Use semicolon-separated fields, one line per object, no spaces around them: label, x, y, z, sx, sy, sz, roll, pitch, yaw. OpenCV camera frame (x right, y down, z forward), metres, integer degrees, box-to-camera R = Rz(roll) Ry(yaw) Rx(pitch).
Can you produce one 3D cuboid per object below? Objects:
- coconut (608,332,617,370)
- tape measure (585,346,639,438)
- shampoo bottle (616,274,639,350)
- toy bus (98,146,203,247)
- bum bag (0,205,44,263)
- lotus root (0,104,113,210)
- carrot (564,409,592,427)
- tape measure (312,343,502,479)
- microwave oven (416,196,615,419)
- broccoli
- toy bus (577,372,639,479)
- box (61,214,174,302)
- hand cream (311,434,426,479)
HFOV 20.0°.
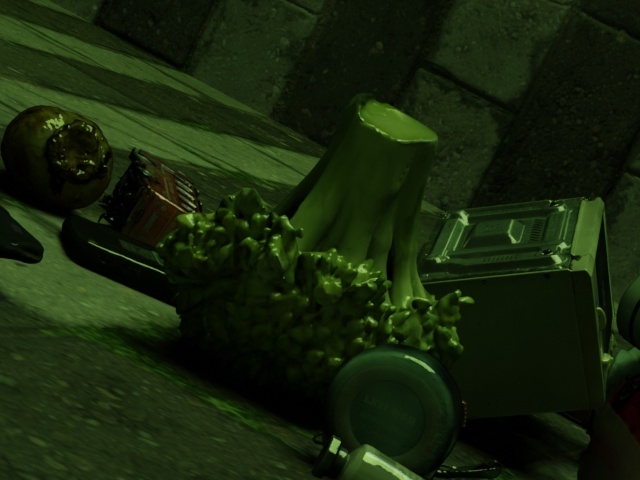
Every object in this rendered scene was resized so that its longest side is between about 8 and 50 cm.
coconut;0.243;0.106;1.855;0.133;0.055;0.158;11;22;25
tape measure;0.393;0.204;1.796;0.275;0.147;0.256;13;13;-48
shampoo bottle;0.383;0.115;1.651;0.085;0.085;0.262;20;13;-41
toy bus;-0.166;-0.035;1.825;0.096;0.073;0.235;35;6;-10
bum bag;-0.295;-0.033;1.351;0.123;0.060;0.248;21;8;-35
lotus root;-0.260;-0.084;1.761;0.108;0.094;0.191;49;-8;-16
carrot;0.307;0.189;1.992;0.191;0.047;0.047;27;7;13
tape measure;0.072;0.127;1.321;0.104;0.107;0.180;26;9;25
microwave oven;0.173;0.056;1.674;0.194;0.145;0.240;-3;16;12
broccoli;0.000;0.000;1.425;0.263;0.243;0.247;19;22;-19
toy bus;0.303;0.197;1.488;0.127;0.147;0.302;29;8;-3
box;-0.168;0.015;1.602;0.125;0.027;0.126;24;7;-17
hand cream;0.083;0.191;1.203;0.194;0.042;0.067;31;-1;-4
